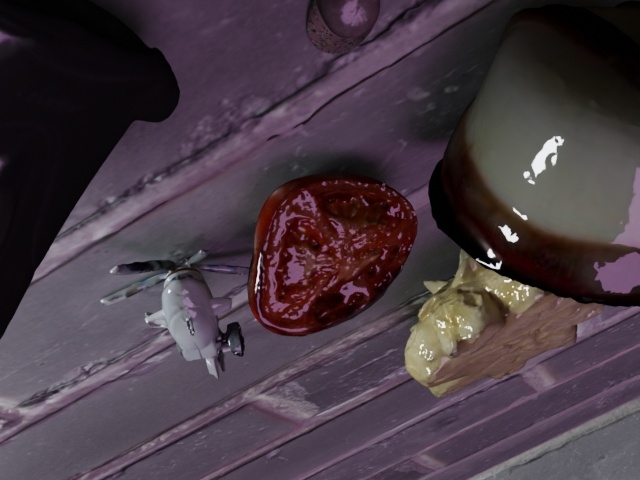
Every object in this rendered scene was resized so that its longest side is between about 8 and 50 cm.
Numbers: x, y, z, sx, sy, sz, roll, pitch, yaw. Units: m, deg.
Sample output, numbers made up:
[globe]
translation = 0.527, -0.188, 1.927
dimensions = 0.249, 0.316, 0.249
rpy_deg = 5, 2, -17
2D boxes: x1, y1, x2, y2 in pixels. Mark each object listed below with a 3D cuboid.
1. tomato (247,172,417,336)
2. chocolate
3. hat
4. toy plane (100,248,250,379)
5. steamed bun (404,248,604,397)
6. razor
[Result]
[tomato]
translation = 0.004, 0.006, 0.799
dimensions = 0.174, 0.082, 0.167
rpy_deg = -2, 112, -29
[chocolate]
translation = 0.242, -0.097, 0.678
dimensions = 0.283, 0.284, 0.186
rpy_deg = -12, 127, -19
[hat]
translation = 0.023, -0.164, 0.597
dimensions = 0.058, 0.042, 0.087
rpy_deg = -17, 150, -9
[toy plane]
translation = -0.138, 0.099, 0.850
dimensions = 0.181, 0.107, 0.273
rpy_deg = -3, 149, -21
[steamed bun]
translation = 0.229, 0.093, 1.059
dimensions = 0.295, 0.137, 0.292
rpy_deg = -5, 145, -38
[razor]
translation = -0.256, -0.025, 0.528
dimensions = 0.349, 0.113, 0.204
rpy_deg = -51, 148, 16
